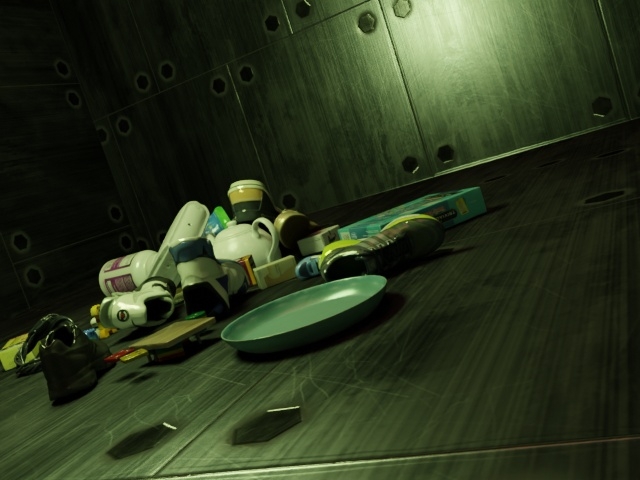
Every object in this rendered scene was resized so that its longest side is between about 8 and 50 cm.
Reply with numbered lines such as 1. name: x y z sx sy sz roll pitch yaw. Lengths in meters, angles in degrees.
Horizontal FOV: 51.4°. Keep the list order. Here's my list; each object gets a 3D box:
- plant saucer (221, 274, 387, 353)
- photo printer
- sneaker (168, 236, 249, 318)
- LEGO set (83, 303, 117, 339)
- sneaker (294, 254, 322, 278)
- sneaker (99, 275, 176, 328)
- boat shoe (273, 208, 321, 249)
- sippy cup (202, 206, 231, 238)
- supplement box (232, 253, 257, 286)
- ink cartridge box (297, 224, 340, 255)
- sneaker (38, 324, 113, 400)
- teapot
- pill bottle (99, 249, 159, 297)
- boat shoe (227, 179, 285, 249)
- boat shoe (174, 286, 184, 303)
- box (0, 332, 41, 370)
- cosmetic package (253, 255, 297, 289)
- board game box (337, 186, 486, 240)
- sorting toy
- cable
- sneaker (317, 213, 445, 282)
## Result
1. plant saucer: -0.025 0.138 1.219 0.318 0.043 0.317 -18 7 2
2. photo printer: -0.482 0.024 2.256 0.256 0.107 0.307 -54 15 31
3. sneaker: -0.278 0.127 1.663 0.128 0.182 0.315 -15 -22 10
4. LEGO set: -0.643 0.237 1.850 0.087 0.093 0.227 -16 7 18
5. sneaker: 0.003 0.062 1.725 0.144 0.053 0.059 -20 9 -10
6. sneaker: -0.451 0.179 1.823 0.146 0.122 0.330 2 11 14
7. boat shoe: -0.100 -0.043 2.234 0.121 0.110 0.341 -58 -16 1
8. sippy cup: -0.415 0.024 2.514 0.224 0.240 0.305 -30 -1 -8
9. supplement box: -0.283 0.112 1.958 0.188 0.080 0.104 -18 7 2
10. ink cartridge box: 0.000 0.000 2.215 0.099 0.056 0.135 -16 7 31
11. sneaker: -0.509 0.231 1.386 0.109 0.130 0.286 -21 6 -8
12. teapot: -0.253 0.025 2.143 0.256 0.187 0.252 -18 7 -2
13. pill bottle: -0.688 0.130 2.534 0.302 0.169 0.169 -13 8 35
14. boat shoe: -0.208 -0.049 2.383 0.187 0.155 0.500 -8 -21 7
15. boat shoe: -0.418 0.169 2.057 0.153 0.048 0.056 -26 20 -6
16. box: -0.880 0.321 1.957 0.087 0.058 0.232 -21 7 -15
17. cosmetic package: -0.120 0.087 1.820 0.115 0.060 0.041 -21 8 -14
18. board game box: 0.254 -0.054 1.876 0.336 0.079 0.254 -21 7 -23
19. sorting toy: -0.303 0.210 1.356 0.132 0.046 0.274 -13 8 39
20. cable: -0.712 0.277 1.718 0.151 0.047 0.184 21 62 35
21. sneaker: 0.134 0.034 1.463 0.300 0.111 0.121 -23 16 12
